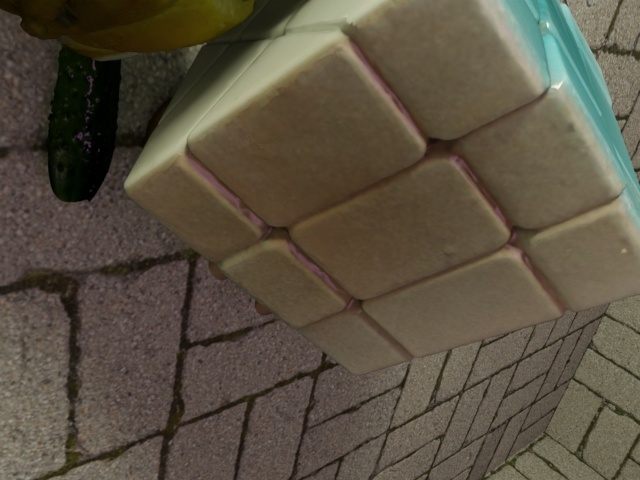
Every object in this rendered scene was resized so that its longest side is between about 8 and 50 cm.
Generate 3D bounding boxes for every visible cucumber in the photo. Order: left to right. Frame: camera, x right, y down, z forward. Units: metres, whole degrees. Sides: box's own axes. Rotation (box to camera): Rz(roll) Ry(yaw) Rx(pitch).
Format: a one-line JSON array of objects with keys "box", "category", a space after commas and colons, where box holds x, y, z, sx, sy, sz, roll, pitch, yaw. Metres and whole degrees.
[{"box": [-0.237, -0.146, 0.596, 0.069, 0.069, 0.228, -4, 116, -44], "category": "cucumber"}]

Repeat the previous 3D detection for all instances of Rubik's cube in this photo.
[{"box": [0.076, -0.111, 0.549, 0.316, 0.318, 0.322, 44, 38, -29], "category": "Rubik's cube"}]

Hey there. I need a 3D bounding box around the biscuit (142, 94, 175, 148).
[{"box": [-0.140, -0.138, 0.728, 0.175, 0.026, 0.124, -38, 140, -19], "category": "biscuit"}]

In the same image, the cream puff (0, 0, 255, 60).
[{"box": [-0.139, -0.277, 0.366, 0.276, 0.378, 0.378, -62, 147, -26], "category": "cream puff"}]

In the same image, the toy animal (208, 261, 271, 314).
[{"box": [0.000, 0.000, 0.843, 0.269, 0.237, 0.326, -27, 148, 14], "category": "toy animal"}]
